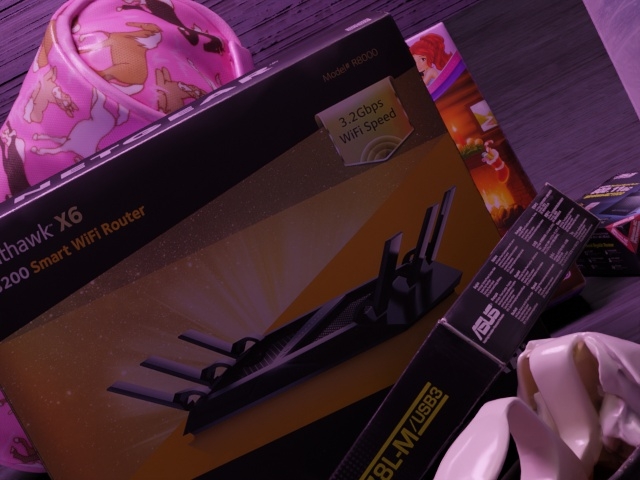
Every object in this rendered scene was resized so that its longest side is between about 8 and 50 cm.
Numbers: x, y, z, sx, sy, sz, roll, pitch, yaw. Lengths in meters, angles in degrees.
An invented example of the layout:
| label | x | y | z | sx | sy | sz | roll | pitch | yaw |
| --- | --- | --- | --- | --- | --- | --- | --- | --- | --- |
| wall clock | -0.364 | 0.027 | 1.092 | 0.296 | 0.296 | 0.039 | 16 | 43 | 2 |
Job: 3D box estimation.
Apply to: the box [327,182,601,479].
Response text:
| label | x | y | z | sx | sy | sz | roll | pitch | yaw |
| --- | --- | --- | --- | --- | --- | --- | --- | --- | --- |
| box | 0.064 | 0.078 | 0.997 | 0.184 | 0.045 | 0.191 | -61 | -8 | 32 |

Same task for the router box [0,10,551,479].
| label | x | y | z | sx | sy | sz | roll | pitch | yaw |
| --- | --- | --- | --- | --- | --- | --- | --- | --- | --- |
| router box | -0.044 | 0.037 | 1.143 | 0.309 | 0.243 | 0.081 | -29 | 11 | -3 |

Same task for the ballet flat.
| label | x | y | z | sx | sy | sz | roll | pitch | yaw |
| --- | --- | --- | --- | --- | --- | --- | --- | --- | --- |
| ballet flat | 0.118 | 0.100 | 0.851 | 0.095 | 0.096 | 0.280 | -17 | 15 | 38 |

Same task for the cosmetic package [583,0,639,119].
| label | x | y | z | sx | sy | sz | roll | pitch | yaw |
| --- | --- | --- | --- | --- | --- | --- | --- | --- | --- |
| cosmetic package | 0.315 | -0.180 | 1.334 | 0.224 | 0.225 | 0.138 | -23 | 14 | 21 |

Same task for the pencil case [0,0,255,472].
| label | x | y | z | sx | sy | sz | roll | pitch | yaw |
| --- | --- | --- | --- | --- | --- | --- | --- | --- | --- |
| pencil case | -0.178 | 0.001 | 1.412 | 0.160 | 0.167 | 0.386 | -35 | -20 | -54 |

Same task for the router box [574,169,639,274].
| label | x | y | z | sx | sy | sz | roll | pitch | yaw |
| --- | --- | --- | --- | --- | --- | --- | --- | --- | --- |
| router box | 0.215 | -0.014 | 1.296 | 0.092 | 0.038 | 0.122 | -31 | 11 | -22 |

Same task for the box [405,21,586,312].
| label | x | y | z | sx | sy | sz | roll | pitch | yaw |
| --- | --- | --- | --- | --- | --- | --- | --- | --- | --- |
| box | -0.001 | 0.013 | 1.248 | 0.293 | 0.201 | 0.057 | -28 | -9 | -2 |
